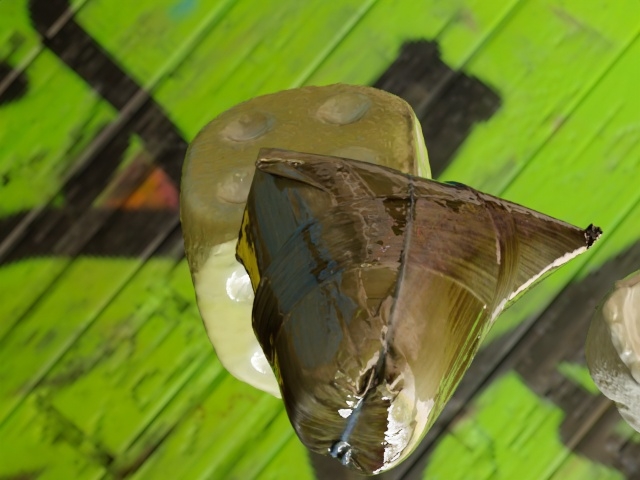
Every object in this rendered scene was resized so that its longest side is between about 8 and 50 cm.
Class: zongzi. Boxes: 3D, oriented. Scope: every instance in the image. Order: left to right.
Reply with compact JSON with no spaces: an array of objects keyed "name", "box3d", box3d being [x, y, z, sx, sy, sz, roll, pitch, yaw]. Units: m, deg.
[{"name":"zongzi","box3d":[0.078,0.047,0.930,0.242,0.112,0.221,9,-145,-17]}]

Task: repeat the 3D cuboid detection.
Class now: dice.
[{"name":"dice","box3d":[0.000,0.000,1.173,0.166,0.169,0.169,-89,-13,-50]}]

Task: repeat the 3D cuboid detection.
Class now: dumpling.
[{"name":"dumpling","box3d":[0.230,0.088,0.985,0.111,0.181,0.155,-44,61,48]}]
